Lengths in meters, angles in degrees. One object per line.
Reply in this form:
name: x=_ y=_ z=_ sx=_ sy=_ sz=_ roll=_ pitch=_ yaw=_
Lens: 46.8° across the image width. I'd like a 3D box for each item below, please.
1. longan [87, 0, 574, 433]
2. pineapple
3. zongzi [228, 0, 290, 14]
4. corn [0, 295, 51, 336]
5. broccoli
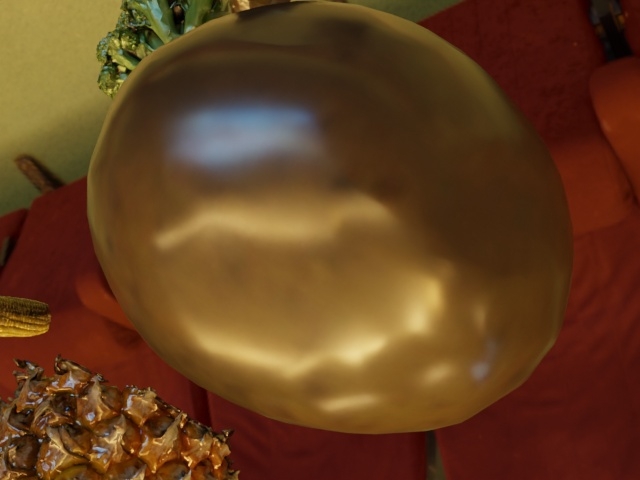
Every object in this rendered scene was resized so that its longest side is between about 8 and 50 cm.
longan: x=0.004 y=-0.016 z=0.619 sx=0.405 sy=0.336 sz=0.404 roll=24 pitch=155 yaw=12
pineapple: x=-0.292 y=0.331 z=0.900 sx=0.353 sy=0.300 sz=0.352 roll=18 pitch=145 yaw=13
zongzi: x=-0.087 y=-0.266 z=0.719 sx=0.081 sy=0.178 sz=0.189 roll=34 pitch=-171 yaw=26
corn: x=-0.545 y=0.128 z=1.251 sx=0.072 sy=0.071 sz=0.203 roll=-18 pitch=162 yaw=28
broccoli: x=-0.287 y=-0.447 z=1.617 sx=0.414 sy=0.320 sz=0.310 roll=-9 pitch=176 yaw=-8
